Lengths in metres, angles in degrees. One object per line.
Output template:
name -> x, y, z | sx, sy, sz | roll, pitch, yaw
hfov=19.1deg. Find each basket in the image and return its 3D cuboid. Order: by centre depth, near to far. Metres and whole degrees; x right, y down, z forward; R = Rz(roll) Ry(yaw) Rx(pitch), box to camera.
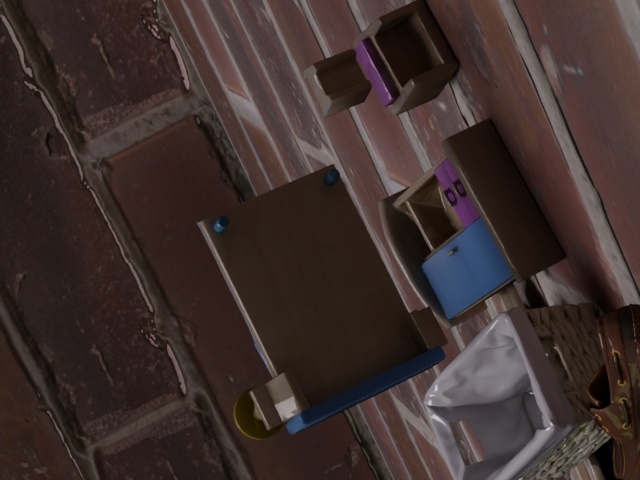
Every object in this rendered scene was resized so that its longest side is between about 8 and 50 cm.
basket -> 0.177, 0.135, 1.578 | 0.167, 0.103, 0.113 | -54, 51, 52

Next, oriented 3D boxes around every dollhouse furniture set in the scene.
dollhouse furniture set -> 0.000, 0.000, 1.643 | 0.286, 0.303, 0.198 | 62, 158, 7

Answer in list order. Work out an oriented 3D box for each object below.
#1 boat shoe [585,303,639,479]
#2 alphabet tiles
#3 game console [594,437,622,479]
boat shoe -> 0.227, 0.114, 1.421 | 0.064, 0.060, 0.178 | -93, 0, -47
alphabet tiles -> 0.228, 0.182, 1.763 | 0.278, 0.021, 0.284 | 62, -175, -67
game console -> 0.339, 0.328, 1.577 | 0.387, 0.060, 0.342 | 64, 172, -9
